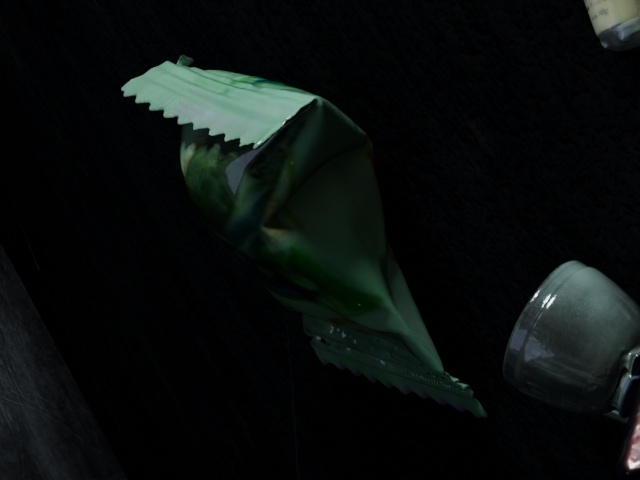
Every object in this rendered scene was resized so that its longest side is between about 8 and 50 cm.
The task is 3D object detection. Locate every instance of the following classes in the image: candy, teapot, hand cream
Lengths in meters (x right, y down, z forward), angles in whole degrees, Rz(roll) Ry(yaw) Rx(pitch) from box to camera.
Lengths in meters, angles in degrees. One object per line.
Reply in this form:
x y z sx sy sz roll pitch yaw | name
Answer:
-0.005 0.004 1.306 0.263 0.172 0.398 27 148 58 | candy
0.206 0.098 1.045 0.108 0.111 0.149 31 135 28 | teapot
0.184 -0.196 0.912 0.143 0.039 0.061 69 157 4 | hand cream

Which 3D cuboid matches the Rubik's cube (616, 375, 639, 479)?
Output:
0.314 0.062 0.757 0.234 0.250 0.284 -15 94 45 | Rubik's cube
